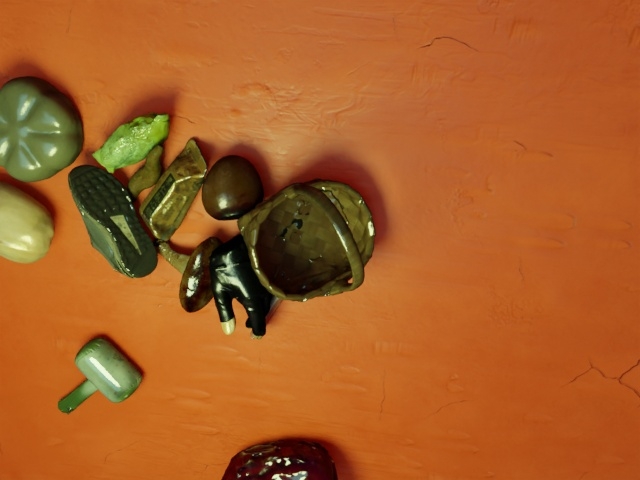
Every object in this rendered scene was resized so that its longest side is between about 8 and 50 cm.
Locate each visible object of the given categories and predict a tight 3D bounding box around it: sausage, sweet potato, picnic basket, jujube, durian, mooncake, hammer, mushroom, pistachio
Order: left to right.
[{"bbox_3d":[-0.866,-0.051,1.558,0.299,0.187,0.187,29,109,2],"label":"pistachio"},{"bbox_3d":[-0.765,-0.289,1.496,0.275,0.135,0.275,1,105,4],"label":"mooncake"},{"bbox_3d":[-0.714,0.450,1.750,0.335,0.119,0.206,-38,98,24],"label":"hammer"},{"bbox_3d":[-0.471,-0.258,1.462,0.250,0.139,0.101,-27,109,16],"label":"durian"},{"bbox_3d":[-0.451,-0.185,1.504,0.249,0.069,0.059,-38,78,44],"label":"sweet potato"},{"bbox_3d":[-0.381,0.068,1.580,0.217,0.148,0.227,23,101,19],"label":"mushroom"},{"bbox_3d":[-0.144,0.200,1.625,0.029,0.029,0.223,32,109,-4],"label":"sausage"},{"bbox_3d":[-0.130,0.733,1.700,0.376,0.258,0.258,-18,105,6],"label":"jujube"},{"bbox_3d":[0.000,0.000,1.348,0.337,0.337,0.293,-21,105,14],"label":"picnic basket"}]

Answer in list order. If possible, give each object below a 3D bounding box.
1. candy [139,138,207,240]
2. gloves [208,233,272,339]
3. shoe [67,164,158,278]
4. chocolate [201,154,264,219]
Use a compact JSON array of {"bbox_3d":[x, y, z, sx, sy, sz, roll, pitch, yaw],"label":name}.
[{"bbox_3d":[-0.381,-0.130,1.505,0.271,0.101,0.143,-54,52,16],"label":"candy"},{"bbox_3d":[-0.203,0.139,1.524,0.152,0.197,0.301,23,134,37],"label":"gloves"},{"bbox_3d":[-0.581,-0.044,1.553,0.171,0.132,0.336,-13,110,49],"label":"shoe"},{"bbox_3d":[-0.229,-0.135,1.462,0.176,0.177,0.177,2,108,7],"label":"chocolate"}]
